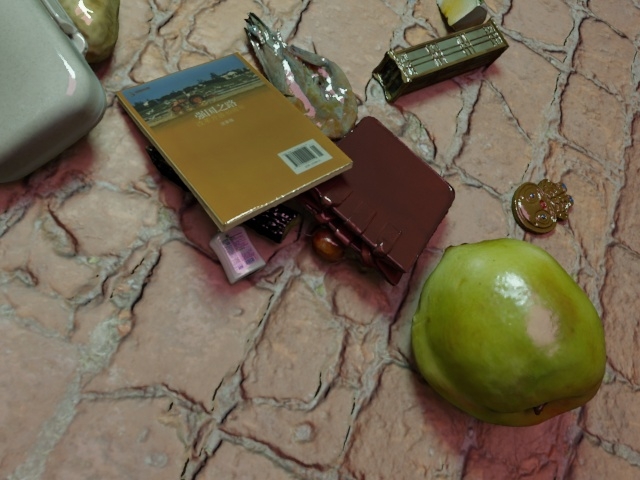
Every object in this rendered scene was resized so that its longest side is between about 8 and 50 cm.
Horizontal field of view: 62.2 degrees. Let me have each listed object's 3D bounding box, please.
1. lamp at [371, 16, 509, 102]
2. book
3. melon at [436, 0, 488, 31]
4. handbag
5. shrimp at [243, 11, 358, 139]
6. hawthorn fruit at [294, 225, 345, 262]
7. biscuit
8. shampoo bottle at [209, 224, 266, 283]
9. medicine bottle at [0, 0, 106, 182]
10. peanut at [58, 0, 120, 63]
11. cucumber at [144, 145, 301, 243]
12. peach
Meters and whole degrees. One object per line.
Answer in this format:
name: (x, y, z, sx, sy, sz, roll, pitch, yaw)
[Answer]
lamp: (0.276, -0.412, 1.202, 0.325, 0.089, 0.090, -26, 83, -25)
book: (-0.156, -0.196, 0.937, 0.262, 0.028, 0.374, -29, 61, -25)
melon: (0.345, -0.566, 1.291, 0.139, 0.093, 0.203, 26, 33, -38)
handbag: (0.110, -0.086, 1.007, 0.260, 0.084, 0.276, 41, 49, -4)
shrimp: (-0.035, -0.347, 1.090, 0.164, 0.062, 0.317, -38, 92, -30)
hawthorn fruit: (0.000, 0.000, 0.987, 0.103, 0.067, 0.067, 21, 67, -4)
biscuit: (0.509, -0.084, 1.211, 0.175, 0.026, 0.124, -24, 83, -24)
shampoo bottle: (-0.150, 0.019, 0.937, 0.072, 0.043, 0.099, -28, 83, -26)
medicine bottle: (-0.528, -0.293, 0.830, 0.282, 0.123, 0.375, -35, 85, -2)
peanut: (-0.426, -0.436, 0.943, 0.137, 0.122, 0.254, 10, 67, -35)
cucumber: (-0.175, -0.091, 0.948, 0.300, 0.072, 0.072, 30, 66, -4)
peach: (0.329, 0.155, 0.934, 0.313, 0.281, 0.316, 7, 63, -11)
